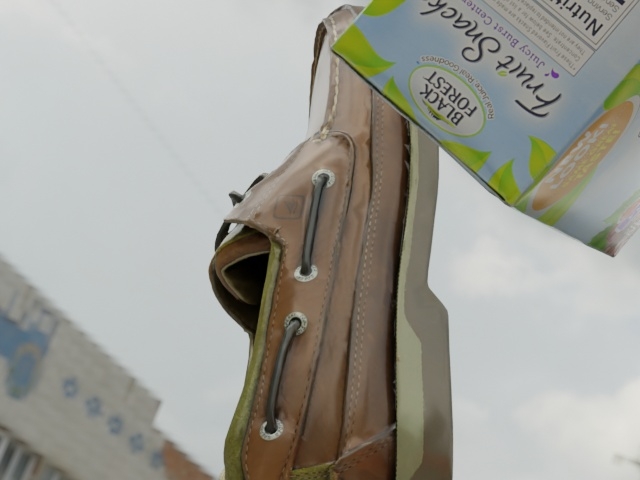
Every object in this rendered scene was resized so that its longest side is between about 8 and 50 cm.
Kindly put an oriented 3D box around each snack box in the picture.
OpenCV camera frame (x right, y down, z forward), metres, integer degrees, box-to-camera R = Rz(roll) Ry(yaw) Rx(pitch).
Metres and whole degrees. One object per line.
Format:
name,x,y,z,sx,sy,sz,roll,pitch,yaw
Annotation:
snack box,0.114,-0.097,0.503,0.070,0.207,0.174,41,7,16

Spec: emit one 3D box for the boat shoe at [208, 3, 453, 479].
boat shoe,0.000,0.000,0.843,0.104,0.307,0.111,2,-41,-4
